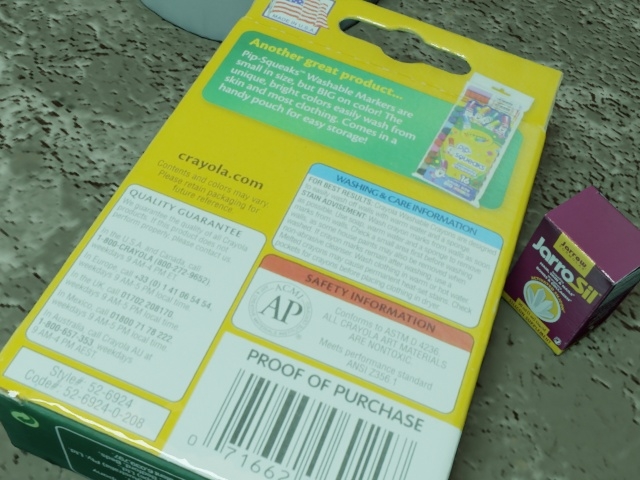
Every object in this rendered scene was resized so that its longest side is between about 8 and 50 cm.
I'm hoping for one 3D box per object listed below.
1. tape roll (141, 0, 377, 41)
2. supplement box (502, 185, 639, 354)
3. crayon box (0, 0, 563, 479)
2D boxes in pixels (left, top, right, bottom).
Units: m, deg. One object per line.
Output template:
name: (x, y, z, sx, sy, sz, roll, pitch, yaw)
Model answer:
tape roll: (-0.050, -0.251, 0.626, 0.219, 0.072, 0.219, 5, 55, -7)
supplement box: (0.146, 0.019, 0.462, 0.043, 0.083, 0.055, -28, 63, -25)
crayon box: (0.000, 0.000, 0.452, 0.203, 0.083, 0.323, 22, 56, 6)
